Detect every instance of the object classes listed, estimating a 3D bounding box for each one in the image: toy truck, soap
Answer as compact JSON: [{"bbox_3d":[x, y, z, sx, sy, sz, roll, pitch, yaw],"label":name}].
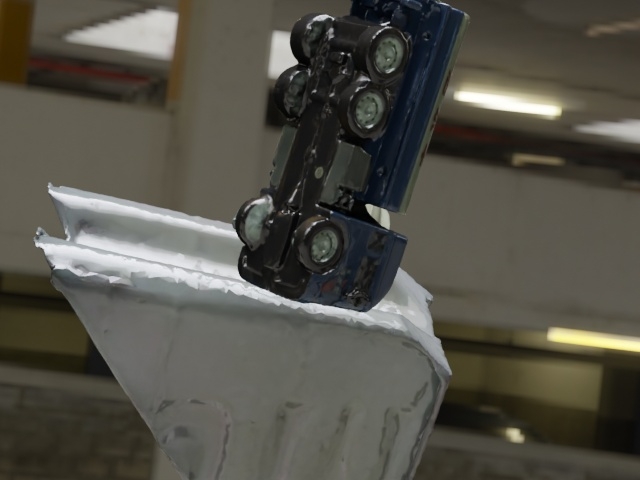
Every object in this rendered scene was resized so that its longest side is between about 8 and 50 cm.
[{"bbox_3d":[0.021,-0.062,0.905,0.088,0.201,0.074,16,2,-43],"label":"toy truck"},{"bbox_3d":[-0.080,0.125,1.106,0.302,0.257,0.159,15,20,-15],"label":"soap"}]

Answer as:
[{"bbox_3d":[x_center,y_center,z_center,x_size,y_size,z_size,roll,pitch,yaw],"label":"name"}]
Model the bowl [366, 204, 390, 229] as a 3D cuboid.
[{"bbox_3d":[0.000,0.000,1.893,0.126,0.237,0.238,19,-4,-13],"label":"bowl"}]
